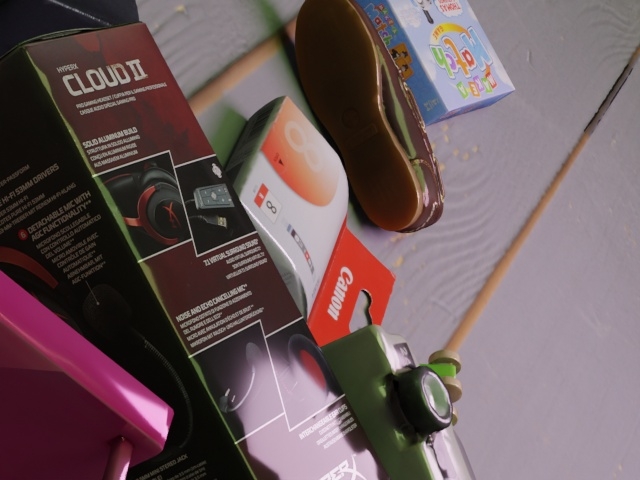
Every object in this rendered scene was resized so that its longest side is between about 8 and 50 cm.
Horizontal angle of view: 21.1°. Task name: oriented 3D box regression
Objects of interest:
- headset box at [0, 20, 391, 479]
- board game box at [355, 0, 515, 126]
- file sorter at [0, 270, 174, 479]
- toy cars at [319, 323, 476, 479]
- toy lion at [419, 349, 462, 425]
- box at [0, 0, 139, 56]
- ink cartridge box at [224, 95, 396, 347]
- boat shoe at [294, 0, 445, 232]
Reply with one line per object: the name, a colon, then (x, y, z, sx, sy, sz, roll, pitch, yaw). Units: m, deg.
headset box: (-0.136, 0.046, 0.855, 0.293, 0.218, 0.110, 61, 30, 2)
board game box: (0.087, -0.213, 1.578, 0.160, 0.039, 0.211, -23, 85, -60)
file sorter: (-0.236, 0.118, 0.581, 0.202, 0.291, 0.182, 42, 38, -27)
toy cars: (-0.038, 0.093, 0.942, 0.394, 0.176, 0.087, 30, 16, 23)
toy lion: (0.051, 0.111, 1.216, 0.100, 0.096, 0.034, 88, 4, -47)
box: (-0.197, -0.157, 0.998, 0.093, 0.156, 0.158, 19, 50, -47)
ink cartridge box: (0.000, 0.000, 1.266, 0.179, 0.045, 0.145, 46, 34, -18)
boat shoe: (0.041, -0.103, 1.391, 0.073, 0.073, 0.207, -8, 79, -59)
